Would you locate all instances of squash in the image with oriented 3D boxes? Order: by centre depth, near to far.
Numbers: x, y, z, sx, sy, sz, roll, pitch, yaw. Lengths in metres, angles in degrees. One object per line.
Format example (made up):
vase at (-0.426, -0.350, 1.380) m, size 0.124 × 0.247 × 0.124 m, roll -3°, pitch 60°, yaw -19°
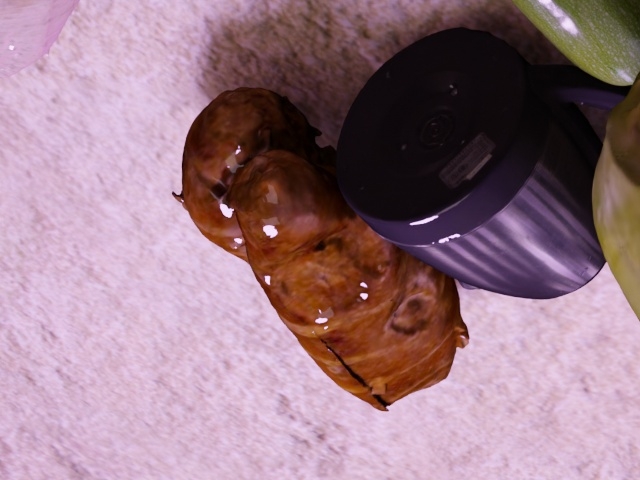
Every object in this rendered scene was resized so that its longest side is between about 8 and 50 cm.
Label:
squash at (0.176, -0.248, 1.600) m, size 0.107 × 0.107 × 0.395 m, roll -20°, pitch 128°, yaw 41°

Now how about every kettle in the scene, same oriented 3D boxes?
kettle at (0.184, -0.057, 1.806) m, size 0.271 × 0.251 × 0.207 m, roll 40°, pitch 179°, yaw -42°

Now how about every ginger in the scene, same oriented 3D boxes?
ginger at (0.000, 0.000, 1.938) m, size 0.176 × 0.254 × 0.418 m, roll -42°, pitch 135°, yaw 2°

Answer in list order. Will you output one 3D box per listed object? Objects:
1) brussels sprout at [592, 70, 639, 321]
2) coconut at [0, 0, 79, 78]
brussels sprout at (0.391, -0.037, 1.581) m, size 0.344 × 0.344 × 0.268 m, roll 21°, pitch -175°, yaw -4°
coconut at (-0.341, -0.297, 1.544) m, size 0.404 × 0.405 × 0.405 m, roll 12°, pitch 143°, yaw 9°
